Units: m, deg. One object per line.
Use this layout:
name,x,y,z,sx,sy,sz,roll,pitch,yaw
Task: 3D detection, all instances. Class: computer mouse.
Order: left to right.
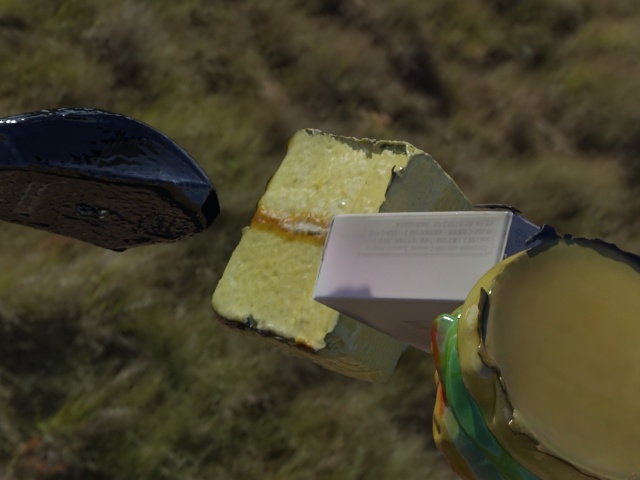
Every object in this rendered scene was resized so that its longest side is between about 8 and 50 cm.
computer mouse,-0.137,-0.041,0.962,0.172,0.099,0.057,11,66,-21

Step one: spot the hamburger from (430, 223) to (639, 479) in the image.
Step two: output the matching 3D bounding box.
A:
hamburger,0.188,0.123,1.346,0.237,0.149,0.237,13,56,-20

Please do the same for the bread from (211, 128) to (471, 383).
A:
bread,0.000,0.000,1.937,0.236,0.263,0.198,21,-12,24

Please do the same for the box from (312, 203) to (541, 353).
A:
box,0.153,0.047,1.709,0.203,0.251,0.106,25,74,-40
